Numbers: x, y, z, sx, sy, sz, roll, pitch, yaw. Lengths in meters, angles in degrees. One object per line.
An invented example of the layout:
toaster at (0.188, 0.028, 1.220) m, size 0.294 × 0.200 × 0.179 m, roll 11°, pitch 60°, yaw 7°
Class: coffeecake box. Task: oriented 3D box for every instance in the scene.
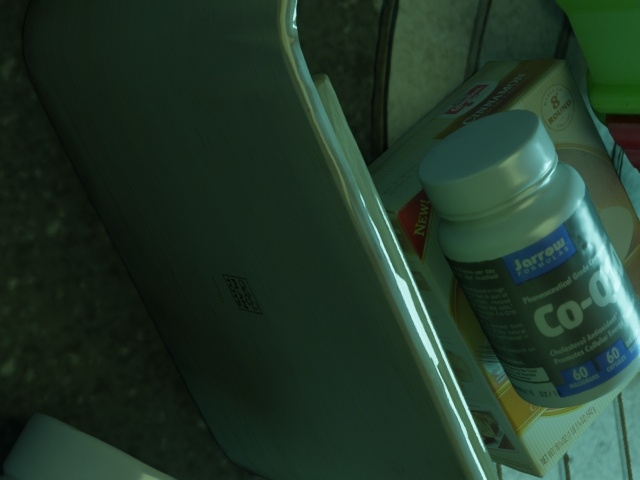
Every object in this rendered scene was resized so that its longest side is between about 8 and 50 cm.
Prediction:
coffeecake box at (0.109, 0.013, 0.799) m, size 0.142 × 0.068 × 0.185 m, roll -42°, pitch 116°, yaw -24°

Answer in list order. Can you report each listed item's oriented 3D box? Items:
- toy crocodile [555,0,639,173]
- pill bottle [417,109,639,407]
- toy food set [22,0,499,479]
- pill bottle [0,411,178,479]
toy crocodile at (0.230, -0.038, 0.801) m, size 0.340 × 0.115 × 0.105 m, roll 45°, pitch 66°, yaw -41°
pill bottle at (0.106, 0.009, 0.707) m, size 0.078 × 0.078 × 0.137 m, roll -41°, pitch 116°, yaw -25°
toy food set at (0.000, 0.000, 0.627) m, size 0.092 × 0.220 × 0.306 m, roll -36°, pitch 114°, yaw -27°
pill bottle at (-0.136, 0.204, 0.600) m, size 0.136 × 0.136 × 0.245 m, roll 36°, pitch 74°, yaw -32°
